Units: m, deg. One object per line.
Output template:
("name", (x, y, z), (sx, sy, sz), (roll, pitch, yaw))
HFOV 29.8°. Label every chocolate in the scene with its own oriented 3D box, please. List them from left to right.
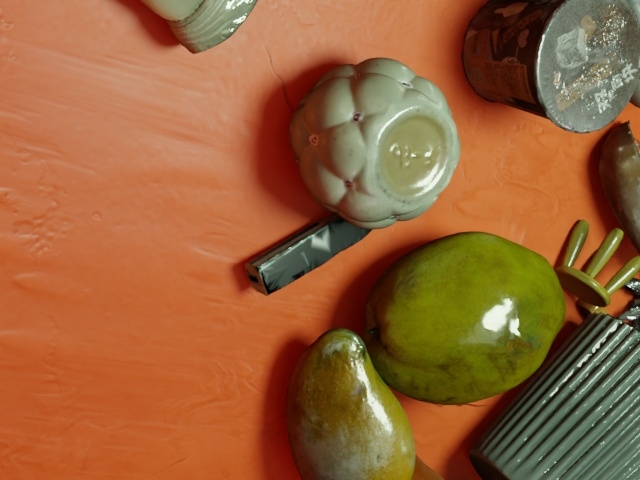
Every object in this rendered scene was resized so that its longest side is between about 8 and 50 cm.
("chocolate", (0.541, -0.069, 2.077), (0.083, 0.161, 0.261), (-20, 113, 17))

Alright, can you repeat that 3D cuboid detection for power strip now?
("power strip", (0.511, 0.164, 2.162), (0.028, 0.049, 0.178), (-41, 121, -10))

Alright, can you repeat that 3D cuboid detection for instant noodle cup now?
("instant noodle cup", (0.346, -0.283, 1.841), (0.217, 0.207, 0.218), (-9, 107, -31))

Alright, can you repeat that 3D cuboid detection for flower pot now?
("flower pot", (0.079, -0.138, 1.723), (0.246, 0.195, 0.246), (-9, 108, -31))

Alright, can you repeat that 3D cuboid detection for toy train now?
("toy train", (0.001, 0.000, 1.805), (0.252, 0.048, 0.055), (-30, 112, -28))

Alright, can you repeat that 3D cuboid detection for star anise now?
("star anise", (0.609, 0.094, 2.195), (0.204, 0.061, 0.181), (-44, 121, -14))

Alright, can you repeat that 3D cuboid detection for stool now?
("stool", (0.453, 0.339, 2.040), (0.330, 0.297, 0.297), (-43, 121, -11))
("stool", (0.475, 0.041, 2.069), (0.110, 0.134, 0.135), (-55, 168, -13))

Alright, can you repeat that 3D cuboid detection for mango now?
("mango", (0.040, 0.282, 1.823), (0.146, 0.192, 0.316), (-52, 132, -63))

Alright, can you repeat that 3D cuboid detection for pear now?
("pear", (0.220, 0.121, 1.858), (0.321, 0.269, 0.269), (-10, 109, -15))

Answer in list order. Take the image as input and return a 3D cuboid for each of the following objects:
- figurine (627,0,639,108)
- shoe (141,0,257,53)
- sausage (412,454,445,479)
("figurine", (0.616, -0.362, 1.983), (0.381, 0.205, 0.225), (-24, 110, -22))
("shoe", (-0.133, -0.430, 1.549), (0.210, 0.132, 0.342), (35, 88, -36))
("sausage", (0.188, 0.444, 2.013), (0.097, 0.094, 0.348), (-49, 123, -5))
